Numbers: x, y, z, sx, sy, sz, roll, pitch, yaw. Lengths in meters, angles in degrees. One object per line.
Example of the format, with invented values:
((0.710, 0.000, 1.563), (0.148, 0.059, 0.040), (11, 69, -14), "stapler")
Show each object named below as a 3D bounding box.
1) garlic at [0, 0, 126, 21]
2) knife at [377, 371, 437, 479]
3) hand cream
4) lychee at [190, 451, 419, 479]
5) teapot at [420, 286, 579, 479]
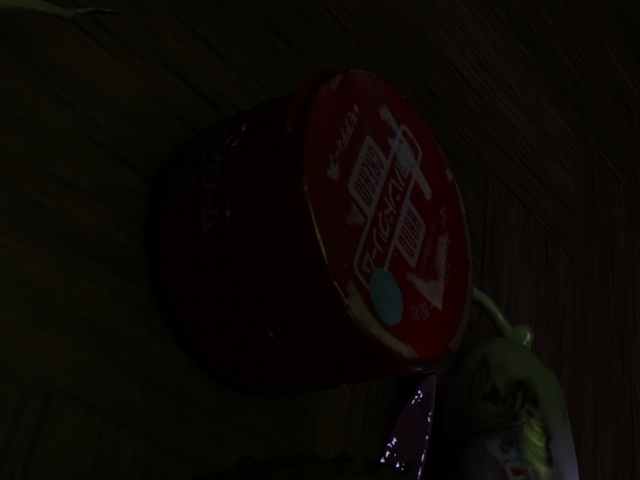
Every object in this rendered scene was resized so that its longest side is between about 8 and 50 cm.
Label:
((-0.224, -0.296, 0.461), (0.246, 0.231, 0.340), (-27, 139, -53), "garlic")
((0.048, 0.204, 0.662), (0.018, 0.035, 0.247), (-66, 167, -72), "knife")
((0.000, 0.000, 0.668), (0.230, 0.149, 0.230), (26, 55, -44), "hand cream")
((-0.009, 0.242, 0.474), (0.320, 0.270, 0.270), (-156, -133, -83), "lychee")
((0.152, 0.181, 0.818), (0.204, 0.139, 0.298), (51, 30, -72), "teapot")
